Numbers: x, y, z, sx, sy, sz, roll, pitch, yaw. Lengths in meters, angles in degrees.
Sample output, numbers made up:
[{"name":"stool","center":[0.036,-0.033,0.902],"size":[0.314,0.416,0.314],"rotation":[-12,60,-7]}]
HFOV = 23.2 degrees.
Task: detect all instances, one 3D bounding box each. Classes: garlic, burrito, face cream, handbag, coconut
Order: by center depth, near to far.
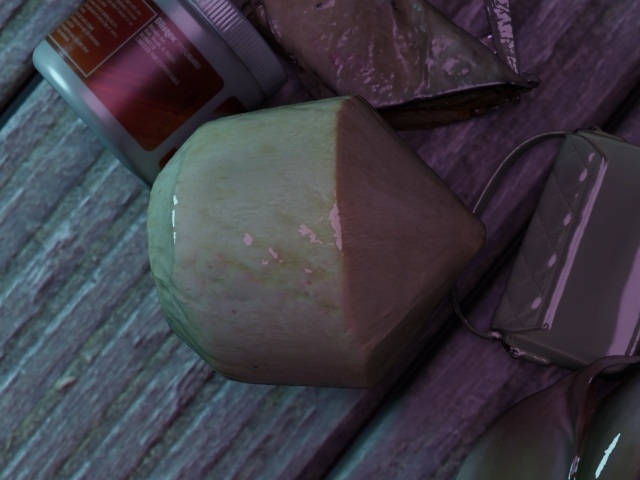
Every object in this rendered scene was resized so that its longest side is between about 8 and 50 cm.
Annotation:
[{"name":"garlic","center":[0.250,0.214,1.476],"size":[0.232,0.246,0.340],"rotation":[22,102,19]},{"name":"coconut","center":[0.000,0.000,1.510],"size":[0.329,0.329,0.328],"rotation":[-1,80,6]},{"name":"handbag","center":[0.254,0.007,1.597],"size":[0.219,0.079,0.256],"rotation":[20,82,20]},{"name":"face cream","center":[-0.166,-0.177,1.603],"size":[0.187,0.201,0.201],"rotation":[-42,79,-3]},{"name":"burrito","center":[0.047,-0.210,1.640],"size":[0.348,0.107,0.175],"rotation":[42,102,13]}]

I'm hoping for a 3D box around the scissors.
[{"name":"scissors","center":[0.185,-0.289,1.679],"size":[0.109,0.022,0.300],"rotation":[-11,80,8]}]
